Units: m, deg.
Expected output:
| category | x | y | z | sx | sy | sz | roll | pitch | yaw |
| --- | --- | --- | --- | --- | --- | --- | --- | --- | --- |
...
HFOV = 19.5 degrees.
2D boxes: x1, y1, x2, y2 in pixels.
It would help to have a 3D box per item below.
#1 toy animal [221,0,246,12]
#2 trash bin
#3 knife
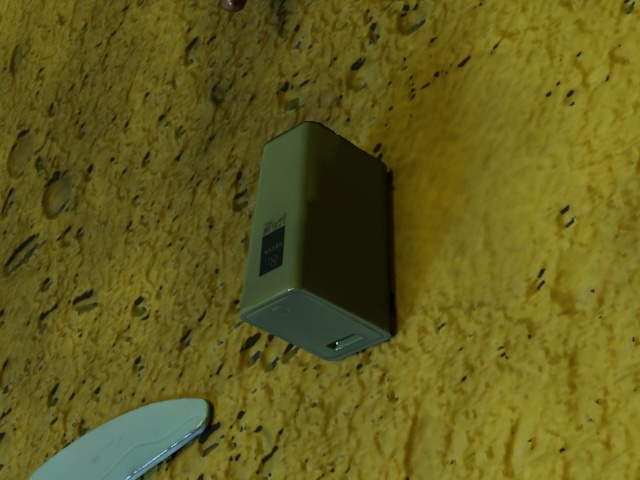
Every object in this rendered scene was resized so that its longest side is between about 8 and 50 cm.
| category | x | y | z | sx | sy | sz | roll | pitch | yaw |
| --- | --- | --- | --- | --- | --- | --- | --- | --- | --- |
| toy animal | 0.038 | -0.216 | 0.922 | 0.230 | 0.066 | 0.224 | 6 | 70 | 59 |
| trash bin | 0.000 | 0.000 | 0.847 | 0.043 | 0.061 | 0.092 | -28 | 47 | 39 |
| knife | -0.149 | 0.148 | 0.974 | 0.260 | 0.034 | 0.063 | -40 | 33 | 20 |
